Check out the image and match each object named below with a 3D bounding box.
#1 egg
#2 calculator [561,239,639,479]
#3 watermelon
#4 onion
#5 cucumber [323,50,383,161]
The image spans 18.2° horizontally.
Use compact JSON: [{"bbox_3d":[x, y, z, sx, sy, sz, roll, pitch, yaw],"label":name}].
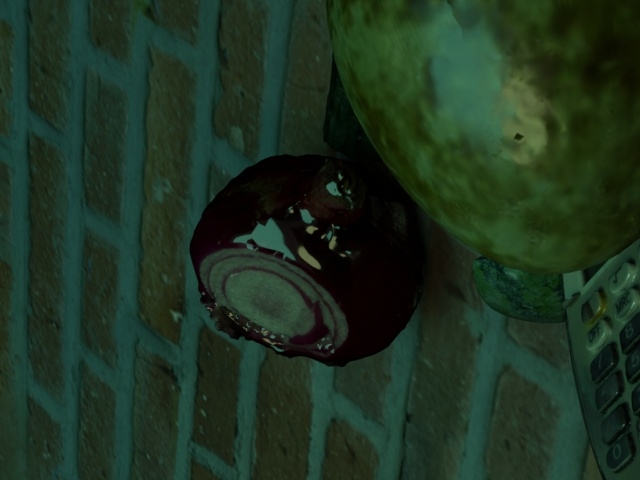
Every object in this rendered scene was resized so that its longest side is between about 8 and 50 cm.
[{"bbox_3d":[0.125,-0.123,1.153,0.238,0.238,0.289,-40,56,53],"label":"egg"},{"bbox_3d":[0.203,0.030,1.204,0.177,0.040,0.268,127,152,-46],"label":"calculator"},{"bbox_3d":[0.146,0.018,1.362,0.072,0.092,0.084,-96,22,-53],"label":"watermelon"},{"bbox_3d":[0.004,-0.011,1.462,0.173,0.135,0.198,25,138,-3],"label":"onion"},{"bbox_3d":[0.050,-0.164,1.391,0.115,0.063,0.244,34,131,35],"label":"cucumber"}]
